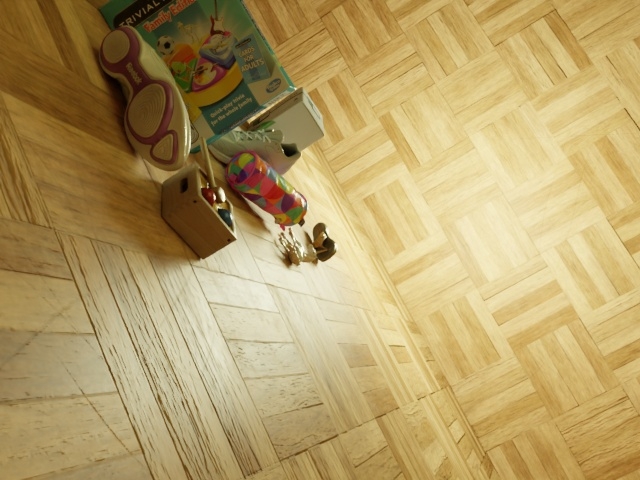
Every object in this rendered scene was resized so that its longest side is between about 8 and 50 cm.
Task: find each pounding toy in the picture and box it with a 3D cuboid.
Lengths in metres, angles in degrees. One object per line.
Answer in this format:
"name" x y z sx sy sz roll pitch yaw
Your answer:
"pounding toy" -0.199 -0.073 1.153 0.130 0.100 0.141 53 12 -36

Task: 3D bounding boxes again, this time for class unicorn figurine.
"unicorn figurine" -0.057 0.022 1.729 0.111 0.060 0.162 58 26 -12

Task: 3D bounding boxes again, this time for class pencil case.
"pencil case" -0.123 -0.115 1.617 0.236 0.104 0.104 42 20 -46

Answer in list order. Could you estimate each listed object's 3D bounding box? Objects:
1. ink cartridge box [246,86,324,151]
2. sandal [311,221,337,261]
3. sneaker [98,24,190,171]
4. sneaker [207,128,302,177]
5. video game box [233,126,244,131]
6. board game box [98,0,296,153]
"ink cartridge box" -0.107 -0.332 2.031 0.122 0.211 0.289 55 10 -18
"sandal" 0.000 0.000 2.023 0.049 0.072 0.180 34 21 -32
"sneaker" -0.279 -0.241 1.200 0.305 0.114 0.152 65 12 25
"sneaker" -0.157 -0.232 1.619 0.262 0.121 0.099 19 42 -44
"video game box" -0.172 -0.192 1.782 0.205 0.048 0.187 63 14 20
"board game box" -0.245 -0.384 1.377 0.336 0.253 0.079 59 11 -3
